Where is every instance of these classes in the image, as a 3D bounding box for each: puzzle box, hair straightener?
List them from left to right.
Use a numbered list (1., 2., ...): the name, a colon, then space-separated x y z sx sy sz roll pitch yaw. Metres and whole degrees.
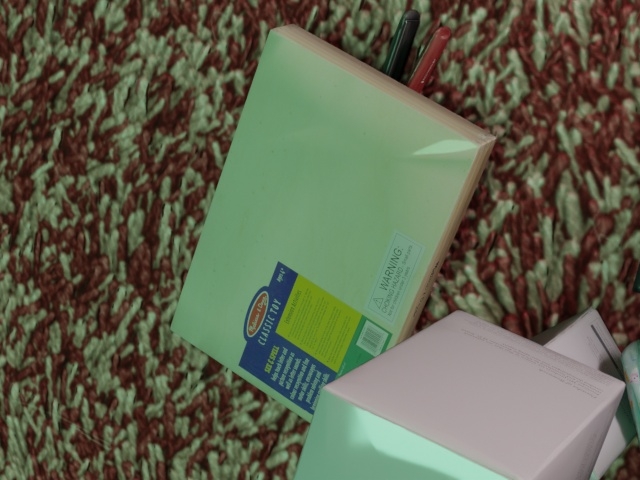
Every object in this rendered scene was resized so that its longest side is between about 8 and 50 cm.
1. puzzle box: 0.000 0.000 1.535 0.272 0.052 0.409 32 119 19
2. hair straightener: 0.058 -0.152 1.517 0.089 0.047 0.230 34 117 19

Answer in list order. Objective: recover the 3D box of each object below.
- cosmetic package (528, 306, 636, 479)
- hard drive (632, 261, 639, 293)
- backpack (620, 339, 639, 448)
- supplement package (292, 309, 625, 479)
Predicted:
1. cosmetic package: 0.189 0.196 1.401 0.224 0.225 0.138 -32 83 29
2. hard drive: 0.377 0.002 1.384 0.094 0.022 0.135 19 107 23
3. backpack: 0.367 0.173 1.353 0.115 0.152 0.182 -14 79 15
4. supplement package: 0.111 0.194 1.145 0.175 0.293 0.177 24 108 21
